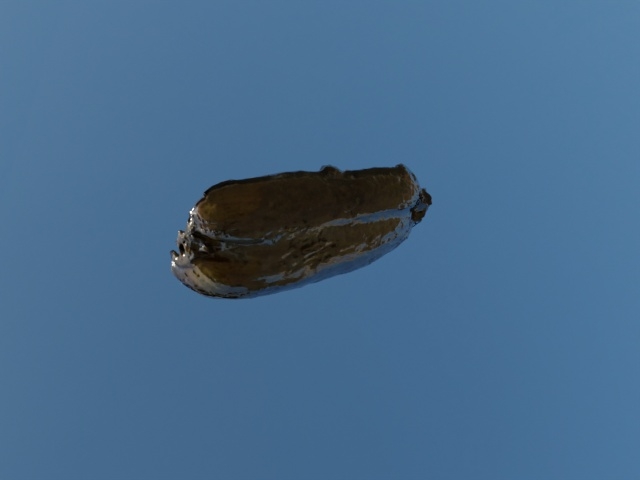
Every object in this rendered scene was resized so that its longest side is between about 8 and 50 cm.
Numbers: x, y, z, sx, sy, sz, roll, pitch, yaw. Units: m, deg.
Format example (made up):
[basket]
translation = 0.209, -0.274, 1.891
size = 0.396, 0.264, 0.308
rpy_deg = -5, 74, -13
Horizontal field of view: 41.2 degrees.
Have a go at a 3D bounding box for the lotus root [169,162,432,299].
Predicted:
[lotus root]
translation = 0.001, 0.000, 0.940
size = 0.329, 0.167, 0.078
rpy_deg = -12, -127, -33
